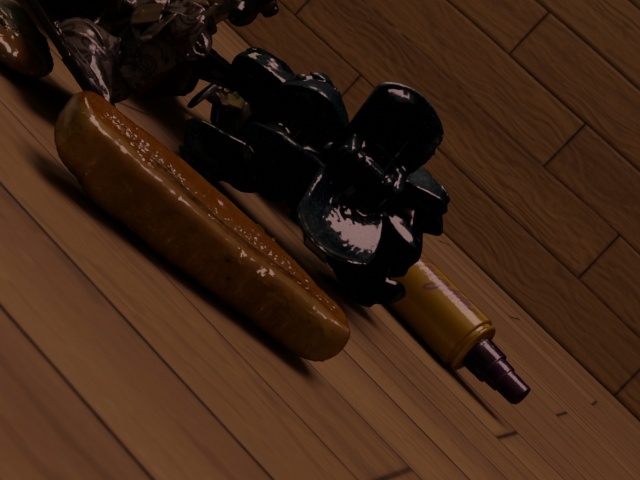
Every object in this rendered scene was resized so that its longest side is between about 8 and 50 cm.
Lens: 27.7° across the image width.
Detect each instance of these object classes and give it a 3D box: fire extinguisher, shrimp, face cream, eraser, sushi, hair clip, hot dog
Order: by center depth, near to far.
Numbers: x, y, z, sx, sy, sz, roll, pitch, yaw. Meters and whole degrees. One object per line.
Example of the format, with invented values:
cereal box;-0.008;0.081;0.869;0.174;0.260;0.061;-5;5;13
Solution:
hot dog;-0.087;-0.002;0.974;0.286;0.061;0.088;42;11;-19
shrimp;-0.279;-0.194;1.123;0.091;0.043;0.184;33;13;-34
hair clip;0.010;-0.062;1.359;0.310;0.194;0.206;38;-19;-20
sushi;-0.238;-0.243;1.497;0.339;0.069;0.320;38;-5;-32
eraser;0.000;0.000;1.541;0.038;0.019;0.083;40;8;-8
face cream;0.148;0.093;1.568;0.273;0.078;0.078;46;9;23
fire extinguisher;-0.050;-0.128;1.735;0.095;0.114;0.311;-7;-37;46

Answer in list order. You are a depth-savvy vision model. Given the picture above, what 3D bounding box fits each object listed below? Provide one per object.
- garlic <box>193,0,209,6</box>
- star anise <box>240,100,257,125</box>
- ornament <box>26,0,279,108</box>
garlic;-0.225;-0.379;1.733;0.218;0.212;0.218;33;2;-1
star anise;-0.016;-0.104;1.563;0.209;0.089;0.231;43;-15;-12
ornament;-0.133;-0.190;1.135;0.166;0.196;0.153;52;-9;44
